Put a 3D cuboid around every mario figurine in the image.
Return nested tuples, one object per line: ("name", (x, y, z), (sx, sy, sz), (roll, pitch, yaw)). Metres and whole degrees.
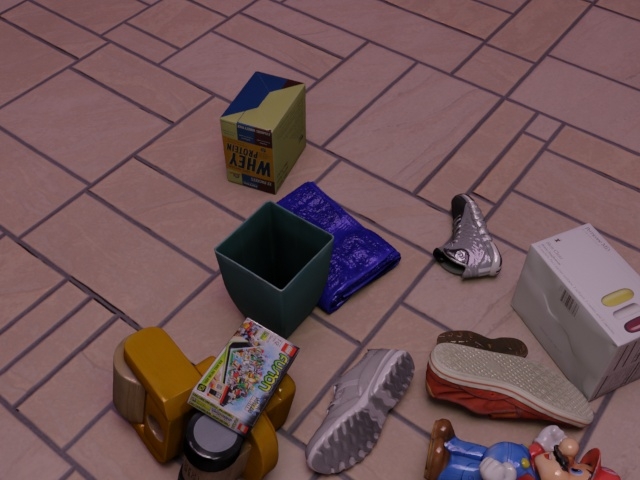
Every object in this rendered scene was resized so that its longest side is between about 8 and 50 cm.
("mario figurine", (0.350, 0.369, 1.219), (0.320, 0.170, 0.198), (11, 48, 11))

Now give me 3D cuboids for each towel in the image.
("towel", (0.000, 0.000, 1.594), (0.227, 0.076, 0.308), (-34, 57, -27))

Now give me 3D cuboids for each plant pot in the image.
("plant pot", (-0.087, 0.082, 1.418), (0.165, 0.234, 0.166), (29, 54, 23))

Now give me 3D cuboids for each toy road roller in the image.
("toy road roller", (-0.197, 0.288, 1.272), (0.240, 0.202, 0.329), (-28, 59, -37))

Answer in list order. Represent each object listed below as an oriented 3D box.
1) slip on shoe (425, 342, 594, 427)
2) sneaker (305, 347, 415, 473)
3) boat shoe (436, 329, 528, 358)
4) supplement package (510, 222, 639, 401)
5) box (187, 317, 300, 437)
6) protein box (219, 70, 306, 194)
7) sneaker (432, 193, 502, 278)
("slip on shoe", (0.352, 0.286, 1.341), (0.331, 0.101, 0.123), (16, 33, -4))
("sneaker", (0.061, 0.315, 1.330), (0.115, 0.105, 0.281), (8, 44, 48))
("boat shoe", (0.317, 0.224, 1.410), (0.178, 0.060, 0.064), (8, 39, 3))
("supplement package", (0.524, 0.138, 1.393), (0.145, 0.204, 0.262), (-19, 51, -17))
("box", (-0.124, 0.226, 1.201), (0.114, 0.036, 0.207), (29, 35, 4))
("protein box", (-0.134, -0.264, 1.738), (0.136, 0.201, 0.200), (17, 51, 14))
("sneaker", (0.307, -0.009, 1.600), (0.132, 0.086, 0.229), (-13, 51, -8))
